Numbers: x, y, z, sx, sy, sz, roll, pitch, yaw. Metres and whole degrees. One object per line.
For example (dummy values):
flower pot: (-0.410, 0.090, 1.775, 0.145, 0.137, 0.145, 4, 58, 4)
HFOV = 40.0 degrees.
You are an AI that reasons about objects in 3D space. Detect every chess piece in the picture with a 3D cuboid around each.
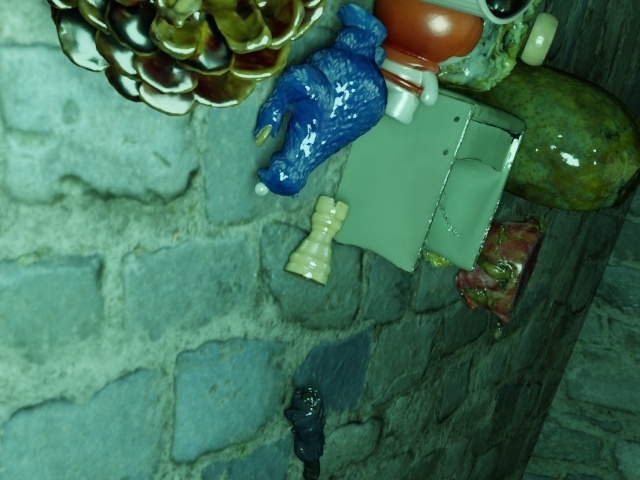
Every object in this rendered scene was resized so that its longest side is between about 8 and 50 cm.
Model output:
chess piece: (0.342, -0.314, 1.372, 0.083, 0.038, 0.084, 20, 90, -82)
chess piece: (0.000, 0.000, 1.262, 0.066, 0.066, 0.122, 35, 76, -61)

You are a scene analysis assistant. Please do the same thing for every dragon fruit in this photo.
dragon fruit: (0.374, 0.062, 1.894, 0.211, 0.147, 0.282, -15, 126, -67)

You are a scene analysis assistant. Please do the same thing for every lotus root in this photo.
lotus root: (0.397, -0.178, 1.539, 0.250, 0.346, 0.250, -44, 152, -31)

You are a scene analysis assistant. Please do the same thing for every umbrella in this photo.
umbrella: (-0.023, 0.330, 1.481, 0.071, 0.071, 0.248, -48, 153, -32)

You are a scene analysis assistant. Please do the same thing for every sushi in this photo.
sushi: (0.249, -0.360, 1.350, 0.274, 0.139, 0.184, -65, 155, -10)

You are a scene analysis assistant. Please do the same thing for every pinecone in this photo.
pinecone: (-0.106, -0.228, 0.715, 0.244, 0.309, 0.244, -4, 99, -27)

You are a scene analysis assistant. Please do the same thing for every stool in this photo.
stool: (0.168, -0.099, 1.369, 0.243, 0.170, 0.270, 0, 110, -59)

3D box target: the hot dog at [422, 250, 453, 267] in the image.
hot dog: (0.267, -0.033, 1.658, 0.213, 0.103, 0.146, -41, 142, -41)

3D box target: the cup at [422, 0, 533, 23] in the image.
cup: (0.105, -0.347, 0.966, 0.288, 0.273, 0.208, -59, 151, -14)

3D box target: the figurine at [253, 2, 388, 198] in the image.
figurine: (0.009, -0.158, 1.101, 0.262, 0.120, 0.164, -63, 155, -2)

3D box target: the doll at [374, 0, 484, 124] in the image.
doll: (0.147, -0.303, 1.188, 0.130, 0.161, 0.290, 10, 109, -51)
